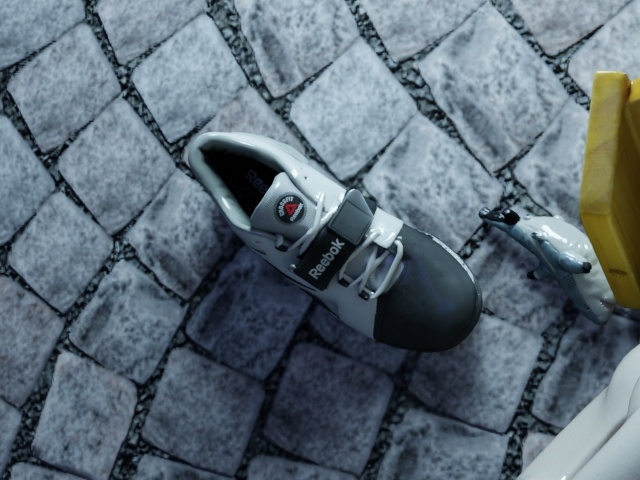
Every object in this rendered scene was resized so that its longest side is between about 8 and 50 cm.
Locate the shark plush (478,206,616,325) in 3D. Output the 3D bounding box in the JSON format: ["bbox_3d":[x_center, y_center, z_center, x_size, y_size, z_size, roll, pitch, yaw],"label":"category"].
[{"bbox_3d":[0.208,0.016,1.716,0.161,0.073,0.067,27,124,20],"label":"shark plush"}]

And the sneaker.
[{"bbox_3d":[0.000,0.000,1.761,0.330,0.146,0.122,32,95,23],"label":"sneaker"}]

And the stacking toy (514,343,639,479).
[{"bbox_3d":[0.355,0.317,1.389,0.480,0.350,0.350,44,102,4],"label":"stacking toy"}]

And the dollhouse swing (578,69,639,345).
[{"bbox_3d":[0.387,0.065,1.513,0.347,0.315,0.305,7,67,24],"label":"dollhouse swing"}]
